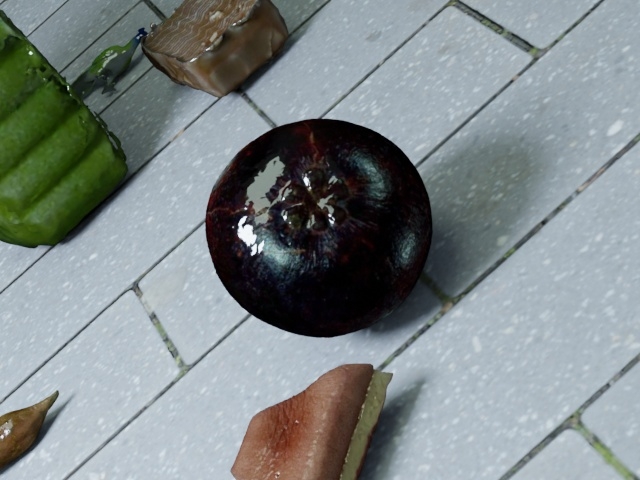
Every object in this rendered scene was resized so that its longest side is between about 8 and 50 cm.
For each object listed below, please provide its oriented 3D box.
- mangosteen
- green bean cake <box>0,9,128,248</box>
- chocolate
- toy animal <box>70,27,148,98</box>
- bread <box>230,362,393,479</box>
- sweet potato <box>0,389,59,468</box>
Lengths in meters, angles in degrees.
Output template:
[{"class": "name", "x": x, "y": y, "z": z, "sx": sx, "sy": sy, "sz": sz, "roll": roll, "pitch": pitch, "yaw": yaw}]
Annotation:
[{"class": "mangosteen", "x": 0.004, "y": -0.009, "z": 1.493, "sx": 0.216, "sy": 0.216, "sz": 0.216, "roll": -28, "pitch": 34, "yaw": 21}, {"class": "green bean cake", "x": -0.443, "y": -0.161, "z": 2.012, "sx": 0.218, "sy": 0.335, "sz": 0.319, "roll": -46, "pitch": 28, "yaw": -9}, {"class": "chocolate", "x": -0.133, "y": -0.259, "z": 2.025, "sx": 0.148, "sy": 0.093, "sz": 0.214, "roll": -47, "pitch": 31, "yaw": -7}, {"class": "toy animal", "x": -0.328, "y": -0.223, "z": 2.244, "sx": 0.217, "sy": 0.041, "sz": 0.075, "roll": -40, "pitch": 30, "yaw": 9}, {"class": "bread", "x": -0.013, "y": 0.193, "z": 1.371, "sx": 0.119, "sy": 0.067, "sz": 0.192, "roll": -2, "pitch": 50, "yaw": 37}, {"class": "sweet potato", "x": -0.332, "y": 0.205, "z": 1.721, "sx": 0.117, "sy": 0.049, "sz": 0.049, "roll": -42, "pitch": 31, "yaw": -7}]
